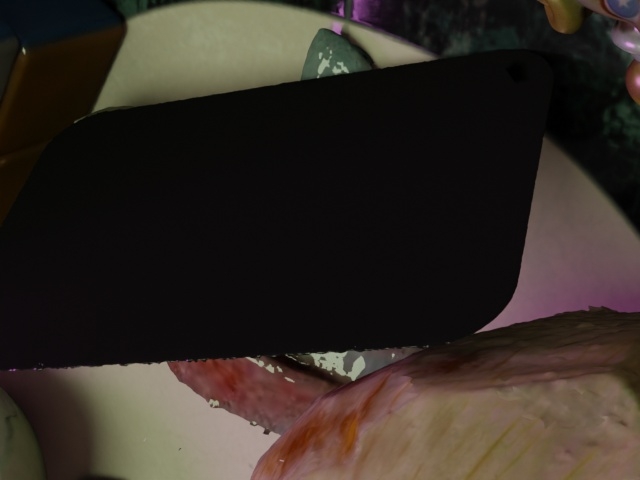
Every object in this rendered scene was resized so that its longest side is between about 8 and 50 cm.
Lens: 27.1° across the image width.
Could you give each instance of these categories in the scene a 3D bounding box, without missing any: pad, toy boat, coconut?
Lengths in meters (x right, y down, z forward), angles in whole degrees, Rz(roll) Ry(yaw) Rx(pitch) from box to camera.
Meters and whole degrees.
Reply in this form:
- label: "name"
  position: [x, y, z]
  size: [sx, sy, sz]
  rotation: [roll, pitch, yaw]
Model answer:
- label: "pad"
  position: [-0.047, 0.022, 0.807]
  size: [0.375, 0.315, 0.063]
  rotation: [-5, 132, 25]
- label: "toy boat"
  position: [0.000, 0.000, 0.930]
  size: [0.206, 0.096, 0.282]
  rotation: [26, 109, 19]
- label: "coconut"
  position: [0.101, 0.224, 0.715]
  size: [0.345, 0.415, 0.415]
  rotation: [24, 121, 30]

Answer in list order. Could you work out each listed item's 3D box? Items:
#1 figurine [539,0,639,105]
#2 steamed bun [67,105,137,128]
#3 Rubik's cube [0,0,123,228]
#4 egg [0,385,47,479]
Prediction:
- label: "figurine"
  position: [0.226, -0.158, 0.658]
  size: [0.274, 0.133, 0.193]
  rotation: [4, 133, 30]
- label: "steamed bun"
  position: [-0.154, -0.040, 1.005]
  size: [0.112, 0.091, 0.130]
  rotation: [43, 106, 15]
- label: "Rubik's cube"
  position: [-0.424, -0.111, 1.020]
  size: [0.347, 0.344, 0.346]
  rotation: [41, 125, 16]
- label: "egg"
  position: [-0.385, 0.227, 1.168]
  size: [0.336, 0.278, 0.278]
  rotation: [-30, 89, 38]
